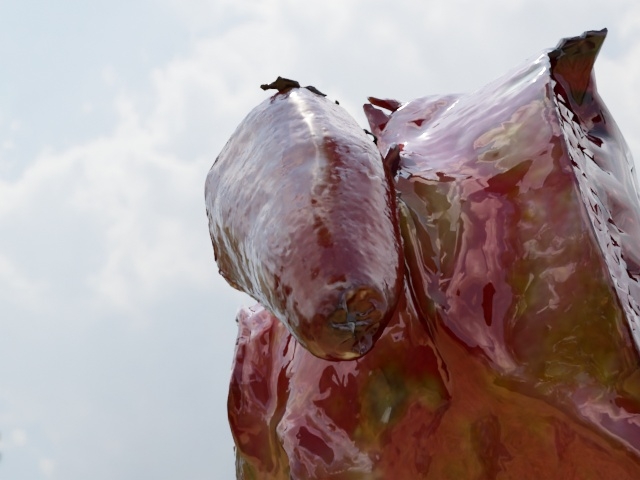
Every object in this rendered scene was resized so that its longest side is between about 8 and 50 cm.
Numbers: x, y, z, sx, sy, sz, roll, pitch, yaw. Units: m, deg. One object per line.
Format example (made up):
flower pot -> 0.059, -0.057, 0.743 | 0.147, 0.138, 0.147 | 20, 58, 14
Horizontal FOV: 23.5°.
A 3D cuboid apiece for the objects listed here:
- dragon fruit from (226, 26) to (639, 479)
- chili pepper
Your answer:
dragon fruit -> 0.086, 0.108, 0.721 | 0.249, 0.370, 0.386 | -23, -1, 14
chili pepper -> -0.003, 0.003, 0.545 | 0.065, 0.088, 0.169 | 14, 14, -12
